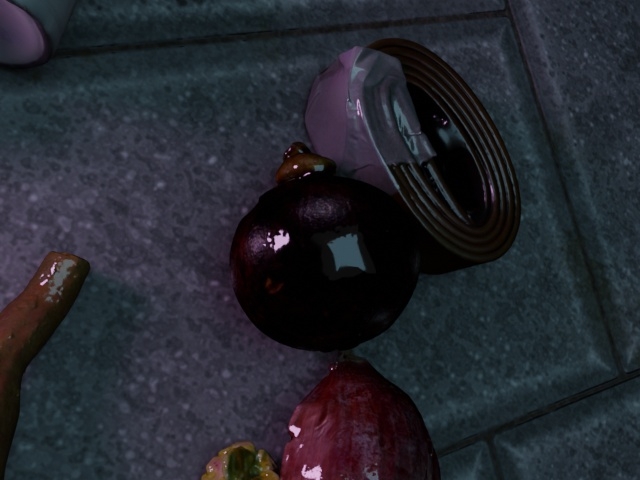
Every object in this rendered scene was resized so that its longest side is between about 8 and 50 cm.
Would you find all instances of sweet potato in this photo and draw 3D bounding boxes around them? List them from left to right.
[{"bbox_3d":[-0.345,0.174,0.836,0.109,0.109,0.385,24,63,-20],"label":"sweet potato"}]

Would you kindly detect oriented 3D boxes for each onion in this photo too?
[{"bbox_3d":[0.062,0.246,0.978,0.227,0.120,0.284,25,52,-45],"label":"onion"}]

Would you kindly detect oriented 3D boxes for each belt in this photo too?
[{"bbox_3d":[0.126,-0.112,1.124,0.217,0.122,0.339,-38,98,-30],"label":"belt"}]

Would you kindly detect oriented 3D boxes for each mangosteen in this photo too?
[{"bbox_3d":[0.000,0.000,0.981,0.228,0.228,0.265,1,64,-26],"label":"mangosteen"}]

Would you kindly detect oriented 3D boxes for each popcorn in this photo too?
[{"bbox_3d":[-0.088,0.289,0.945,0.097,0.089,0.109,-10,86,-17],"label":"popcorn"}]

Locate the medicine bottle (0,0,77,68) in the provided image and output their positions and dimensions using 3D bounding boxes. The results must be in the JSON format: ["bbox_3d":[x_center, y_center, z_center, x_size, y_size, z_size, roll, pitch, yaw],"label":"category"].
[{"bbox_3d":[-0.329,-0.379,0.915,0.190,0.190,0.332,23,70,-20],"label":"medicine bottle"}]
